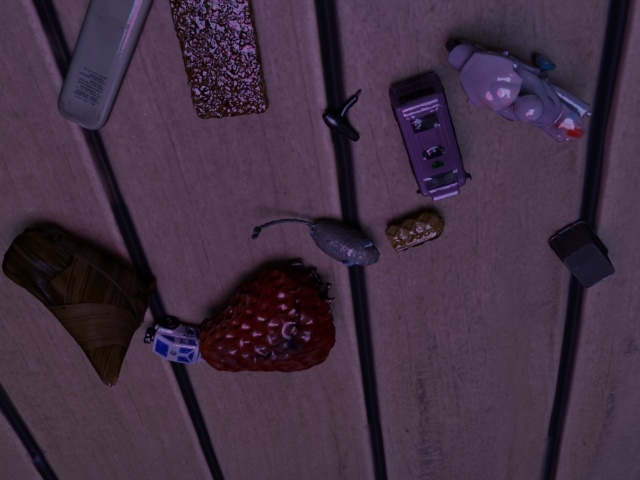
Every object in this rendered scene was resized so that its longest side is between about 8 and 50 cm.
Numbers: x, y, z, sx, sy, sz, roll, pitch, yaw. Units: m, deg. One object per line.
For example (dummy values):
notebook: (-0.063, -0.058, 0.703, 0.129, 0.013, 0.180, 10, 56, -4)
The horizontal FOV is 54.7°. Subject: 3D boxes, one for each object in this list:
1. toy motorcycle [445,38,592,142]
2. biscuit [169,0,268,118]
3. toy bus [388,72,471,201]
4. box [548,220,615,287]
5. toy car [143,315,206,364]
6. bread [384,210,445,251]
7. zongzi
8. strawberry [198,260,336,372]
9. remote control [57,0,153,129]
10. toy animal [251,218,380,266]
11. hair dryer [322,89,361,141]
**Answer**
toy motorcycle: (0.308, -0.228, 0.962, 0.260, 0.171, 0.110, 26, 123, -15)
biscuit: (-0.161, -0.305, 0.990, 0.131, 0.025, 0.230, -7, 125, 4)
toy bus: (0.185, -0.168, 1.038, 0.096, 0.108, 0.199, -17, 124, 11)
box: (0.513, 0.031, 1.207, 0.084, 0.069, 0.122, -37, 118, 24)
toy car: (-0.293, 0.221, 1.334, 0.171, 0.070, 0.080, 13, 124, -11)
bread: (0.183, -0.019, 1.176, 0.110, 0.060, 0.066, -23, 136, 12)
zongzi: (-0.456, 0.119, 1.126, 0.286, 0.288, 0.134, 30, 114, -20)
strawberry: (-0.096, 0.178, 1.234, 0.280, 0.150, 0.253, 0, 123, -16)
remote control: (-0.340, -0.309, 0.977, 0.090, 0.038, 0.309, 24, 121, -15)
toy animal: (-0.003, -0.008, 1.169, 0.253, 0.079, 0.070, 17, 102, -14)
hair dryer: (0.053, -0.216, 1.057, 0.079, 0.031, 0.083, 29, 113, -31)
